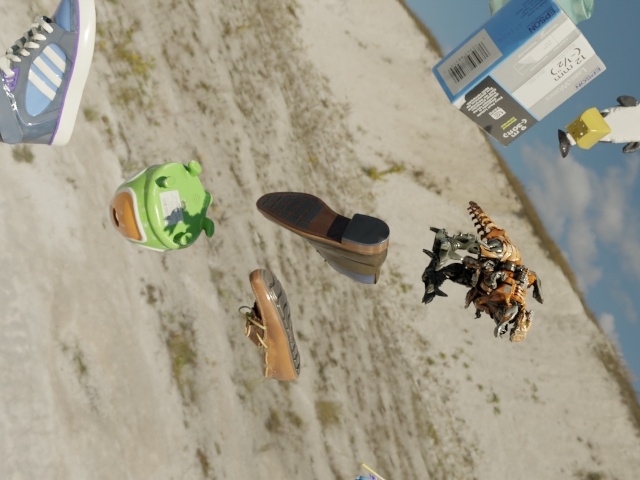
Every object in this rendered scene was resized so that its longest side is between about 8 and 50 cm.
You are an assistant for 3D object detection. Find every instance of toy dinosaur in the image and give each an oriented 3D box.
[{"bbox_3d":[0.317,0.057,1.343,0.322,0.218,0.164,-94,-173,-62],"label":"toy dinosaur"}]

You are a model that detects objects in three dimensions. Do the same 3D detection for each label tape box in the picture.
[{"bbox_3d":[0.422,-0.319,1.372,0.347,0.249,0.115,23,36,-45],"label":"label tape box"}]

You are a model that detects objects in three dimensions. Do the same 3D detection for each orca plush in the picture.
[{"bbox_3d":[0.794,-0.296,1.869,0.151,0.287,0.102,64,13,3],"label":"orca plush"}]

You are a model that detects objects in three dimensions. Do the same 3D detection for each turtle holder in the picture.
[{"bbox_3d":[-0.432,-0.107,1.884,0.320,0.227,0.243,-70,146,-48],"label":"turtle holder"}]

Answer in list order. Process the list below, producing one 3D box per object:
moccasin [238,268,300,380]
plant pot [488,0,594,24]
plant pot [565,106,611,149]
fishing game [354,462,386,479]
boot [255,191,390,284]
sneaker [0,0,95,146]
[{"bbox_3d":[-0.149,0.236,1.867,0.139,0.146,0.380,-93,175,-47],"label":"moccasin"},{"bbox_3d":[0.538,-0.603,1.629,0.293,0.196,0.293,-2,92,-57],"label":"plant pot"},{"bbox_3d":[0.683,-0.289,1.773,0.083,0.081,0.081,-12,67,-45],"label":"plant pot"},{"bbox_3d":[0.138,0.650,1.634,0.189,0.041,0.264,38,17,-15],"label":"fishing game"},{"bbox_3d":[0.000,0.000,1.043,0.082,0.219,0.106,-52,152,-37],"label":"boot"},{"bbox_3d":[-0.561,-0.333,1.256,0.130,0.236,0.323,44,-60,50],"label":"sneaker"}]
